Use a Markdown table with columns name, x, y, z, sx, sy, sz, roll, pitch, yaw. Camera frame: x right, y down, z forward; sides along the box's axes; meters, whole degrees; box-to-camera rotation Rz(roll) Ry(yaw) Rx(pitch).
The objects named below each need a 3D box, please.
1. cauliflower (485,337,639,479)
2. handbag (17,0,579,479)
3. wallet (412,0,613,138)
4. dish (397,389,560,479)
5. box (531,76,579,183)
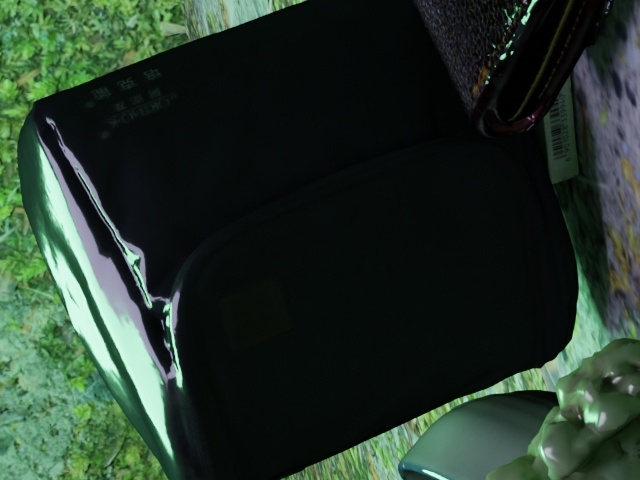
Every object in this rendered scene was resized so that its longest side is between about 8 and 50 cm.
| name | x | y | z | sx | sy | sz | roll | pitch | yaw |
| --- | --- | --- | --- | --- | --- | --- | --- | --- | --- |
| cauliflower | 0.181 | 0.121 | 0.646 | 0.327 | 0.260 | 0.281 | -1 | -87 | -63 |
| handbag | 0.000 | -0.002 | 1.183 | 0.275 | 0.302 | 0.178 | 65 | 163 | 14 |
| wallet | 0.091 | -0.212 | 1.053 | 0.262 | 0.071 | 0.221 | 114 | 142 | -54 |
| dish | 0.185 | 0.133 | 0.961 | 0.273 | 0.134 | 0.273 | 32 | 169 | 7 |
| box | 0.123 | -0.126 | 1.194 | 0.090 | 0.024 | 0.167 | -122 | 18 | -53 |
